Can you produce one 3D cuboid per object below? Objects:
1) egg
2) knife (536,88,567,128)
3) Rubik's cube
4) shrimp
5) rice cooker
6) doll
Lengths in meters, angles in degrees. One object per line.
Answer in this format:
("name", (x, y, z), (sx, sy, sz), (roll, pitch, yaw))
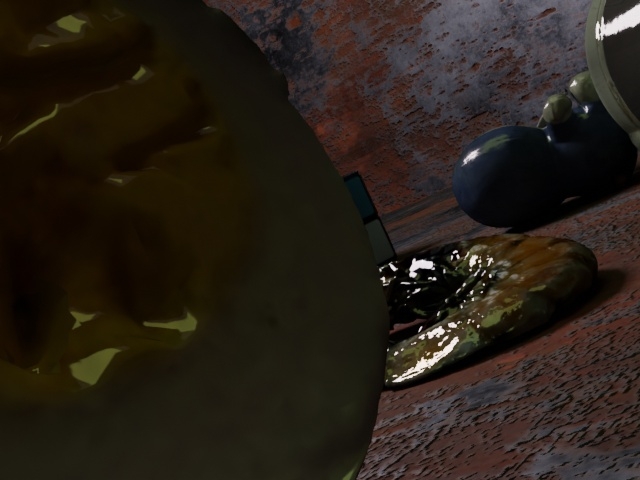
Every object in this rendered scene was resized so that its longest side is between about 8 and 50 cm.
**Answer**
("egg", (-0.189, 0.075, 0.467), (0.354, 0.354, 0.340), (-28, -13, -42))
("knife", (0.366, -0.156, 1.486), (0.081, 0.043, 0.336), (-36, -24, 9))
("Rubik's cube", (0.001, 0.000, 1.701), (0.167, 0.183, 0.180), (-28, 2, -29))
("shrimp", (0.087, 0.068, 0.881), (0.233, 0.071, 0.365), (-34, 13, -38))
("rice cooker", (0.494, -0.251, 1.170), (0.288, 0.288, 0.277), (-26, 2, -25))
("doll", (0.313, -0.110, 1.338), (0.258, 0.154, 0.228), (-17, -28, 20))
